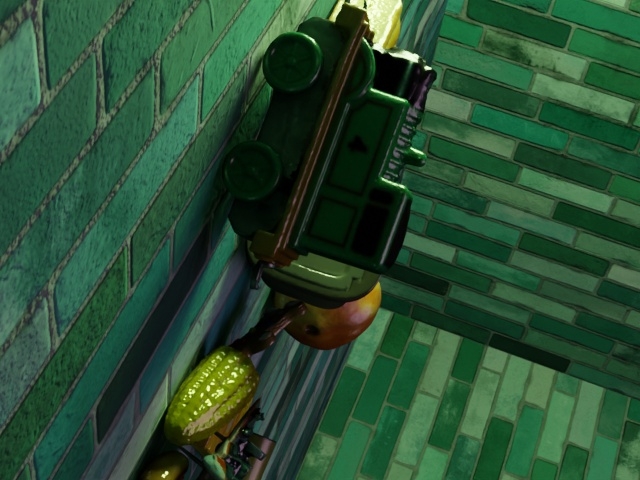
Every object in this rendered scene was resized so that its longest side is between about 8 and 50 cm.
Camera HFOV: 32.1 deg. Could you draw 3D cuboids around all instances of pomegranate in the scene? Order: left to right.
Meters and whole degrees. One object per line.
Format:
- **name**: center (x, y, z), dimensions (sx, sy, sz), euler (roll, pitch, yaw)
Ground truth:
- **pomegranate**: center (0.011, 0.114, 2.153), dimensions (0.209, 0.209, 0.209), euler (20, 90, -82)

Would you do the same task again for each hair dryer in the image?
- **hair dryer**: center (-0.157, 0.471, 2.355), dimensions (0.278, 0.090, 0.134), euler (100, 11, -80)

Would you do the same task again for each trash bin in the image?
- **trash bin**: center (0.000, 0.000, 1.796), dimensions (0.250, 0.219, 0.219), euler (104, 8, -76)

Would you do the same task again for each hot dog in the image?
- **hot dog**: center (-0.231, 0.346, 1.616), dimensions (0.140, 0.060, 0.089), euler (-40, 153, -62)

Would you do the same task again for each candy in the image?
- **candy**: center (-0.169, 0.240, 1.653), dimensions (0.199, 0.094, 0.106), euler (-47, 162, -56)

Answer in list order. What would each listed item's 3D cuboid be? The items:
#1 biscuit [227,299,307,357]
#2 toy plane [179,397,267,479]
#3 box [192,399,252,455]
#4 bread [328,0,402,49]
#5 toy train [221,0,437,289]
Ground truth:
- **biscuit**: center (-0.114, 0.164, 1.826), dimensions (0.205, 0.031, 0.138), euler (-42, -167, -35)
- **toy plane**: center (-0.143, 0.337, 1.652), dimensions (0.223, 0.104, 0.326), euler (-52, -170, -7)
- **box**: center (-0.172, 0.311, 1.972), dimensions (0.269, 0.044, 0.152), euler (86, 24, -73)
- **bread**: center (0.041, -0.248, 1.815), dimensions (0.239, 0.111, 0.246), euler (98, 14, -51)
- **toy train**: center (0.023, -0.121, 1.488), dimensions (0.178, 0.249, 0.429), euler (41, 69, -81)
